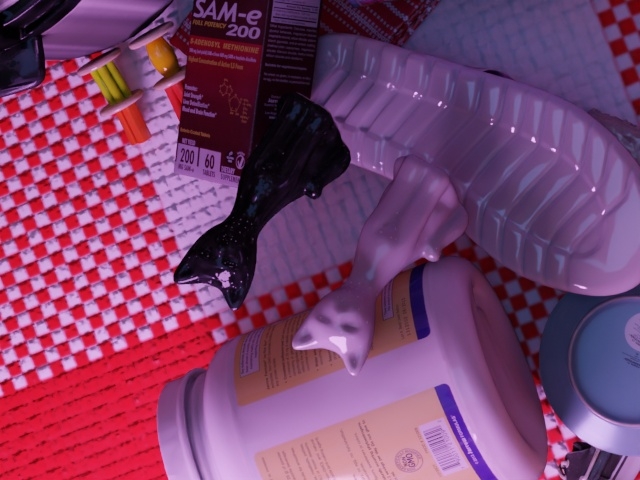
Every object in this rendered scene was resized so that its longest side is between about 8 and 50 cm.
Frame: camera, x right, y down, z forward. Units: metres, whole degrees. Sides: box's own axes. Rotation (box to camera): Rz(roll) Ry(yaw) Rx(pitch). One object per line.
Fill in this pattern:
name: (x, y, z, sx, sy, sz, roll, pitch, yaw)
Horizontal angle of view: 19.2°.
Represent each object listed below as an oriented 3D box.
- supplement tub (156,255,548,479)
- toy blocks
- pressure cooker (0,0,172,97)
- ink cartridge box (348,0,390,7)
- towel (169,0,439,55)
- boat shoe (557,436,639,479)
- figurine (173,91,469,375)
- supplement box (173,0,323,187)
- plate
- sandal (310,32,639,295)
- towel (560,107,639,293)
supplement tub: (0.032, 0.177, 1.860, 0.331, 0.241, 0.241, -22, 89, 15)
toy blocks: (-0.170, -0.140, 1.981, 0.123, 0.054, 0.148, -23, 105, 25)
pressure cooker: (-0.324, -0.358, 1.813, 0.370, 0.420, 0.375, 35, 103, 8)
ink cartridge box: (0.198, -0.331, 1.743, 0.396, 0.270, 0.151, -11, 89, 8)
towel: (-0.004, -0.248, 1.943, 0.199, 0.031, 0.275, 42, 103, 8)
boat shoe: (0.277, 0.229, 1.892, 0.070, 0.078, 0.219, 32, 93, 9)
figurine: (0.000, 0.000, 1.765, 0.215, 0.092, 0.209, 29, 73, 16)
supplement box: (-0.071, -0.174, 1.888, 0.130, 0.073, 0.239, 14, 99, 50)
plate: (0.305, 0.117, 1.838, 0.188, 0.024, 0.188, 0, 88, 13)
sandal: (0.160, -0.094, 1.865, 0.416, 0.102, 0.169, 32, 107, 17)
towel: (0.361, 0.000, 1.863, 0.282, 0.049, 0.187, 22, 99, 13)
